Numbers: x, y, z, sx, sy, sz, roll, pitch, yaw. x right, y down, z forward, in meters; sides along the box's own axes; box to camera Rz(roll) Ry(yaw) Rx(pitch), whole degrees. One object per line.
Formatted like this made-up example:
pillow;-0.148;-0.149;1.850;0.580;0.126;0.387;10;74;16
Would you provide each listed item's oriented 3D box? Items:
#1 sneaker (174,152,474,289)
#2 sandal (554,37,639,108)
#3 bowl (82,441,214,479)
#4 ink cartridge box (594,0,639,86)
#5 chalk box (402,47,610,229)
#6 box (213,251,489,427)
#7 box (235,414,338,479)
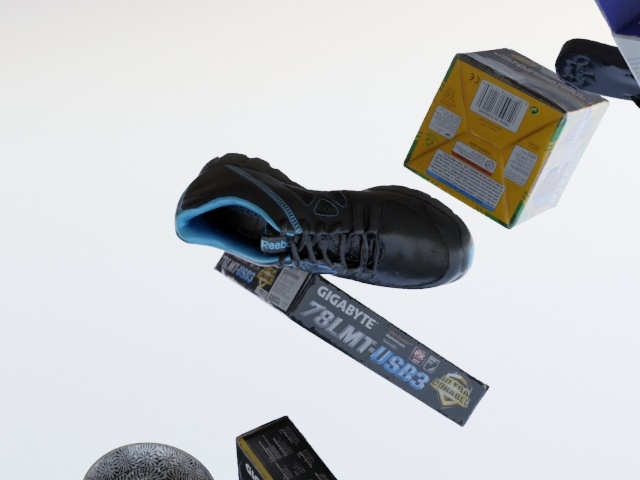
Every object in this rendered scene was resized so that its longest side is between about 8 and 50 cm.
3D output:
sneaker;0.000;0.000;1.713;0.341;0.125;0.139;11;-155;14
sandal;0.389;-0.169;1.739;0.255;0.097;0.054;12;-119;25
bowl;-0.212;0.338;1.875;0.170;0.080;0.170;6;-136;-6
ink cartridge box;0.468;-0.221;1.579;0.324;0.330;0.071;-38;-164;-21
chalk box;0.271;-0.151;2.126;0.180;0.179;0.289;31;-160;18
box;0.034;0.109;1.977;0.073;0.295;0.293;-57;-157;-1
box;0.013;0.396;1.737;0.079;0.257;0.322;-22;-135;-21
